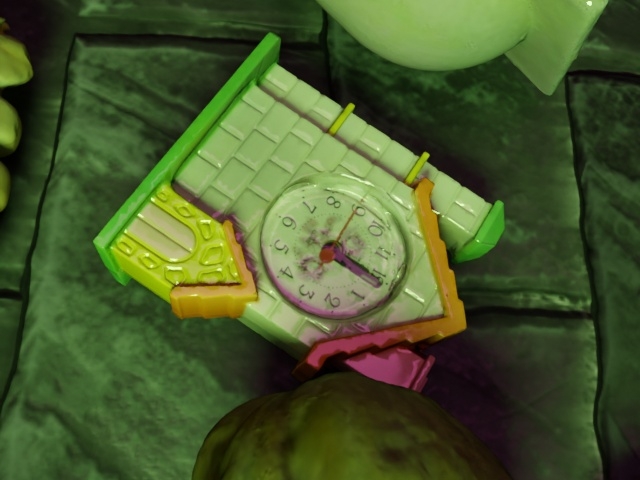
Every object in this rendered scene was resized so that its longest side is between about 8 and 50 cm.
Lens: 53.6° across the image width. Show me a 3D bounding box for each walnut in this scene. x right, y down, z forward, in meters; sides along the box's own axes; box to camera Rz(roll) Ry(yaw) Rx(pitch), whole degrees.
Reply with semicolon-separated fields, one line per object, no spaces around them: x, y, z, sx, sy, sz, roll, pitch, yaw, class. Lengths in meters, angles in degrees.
0.034;0.220;0.376;0.283;0.227;0.283;34;37;-31;walnut

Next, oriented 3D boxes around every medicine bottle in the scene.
0.076;-0.298;0.547;0.235;0.236;0.406;-37;80;-18;medicine bottle

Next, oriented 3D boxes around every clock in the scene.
0.000;0.000;0.504;0.255;0.106;0.220;33;70;3;clock

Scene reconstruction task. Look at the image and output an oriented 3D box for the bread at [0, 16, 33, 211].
-0.317;-0.050;0.465;0.172;0.121;0.311;12;70;-8;bread
